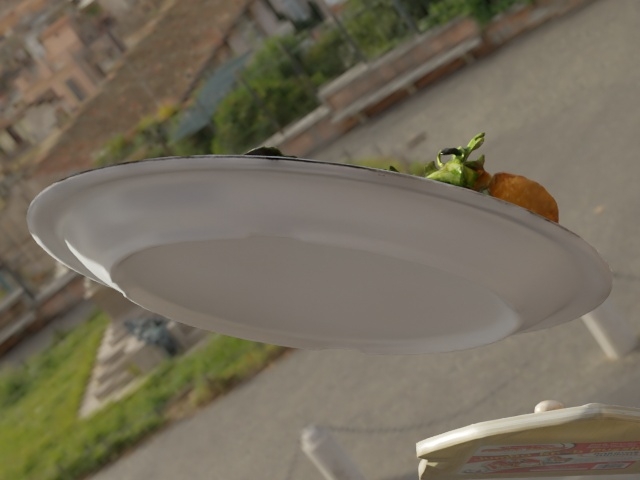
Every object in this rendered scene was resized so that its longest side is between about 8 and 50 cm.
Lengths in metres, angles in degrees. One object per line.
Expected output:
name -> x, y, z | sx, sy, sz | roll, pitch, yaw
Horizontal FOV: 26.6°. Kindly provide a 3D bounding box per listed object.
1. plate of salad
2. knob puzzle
plate of salad -> 0.000, 0.000, 0.470 | 0.200, 0.200, 0.048 | -13, 64, 48
knob puzzle -> 0.158, 0.124, 0.884 | 0.213, 0.213, 0.030 | -19, 64, 40
